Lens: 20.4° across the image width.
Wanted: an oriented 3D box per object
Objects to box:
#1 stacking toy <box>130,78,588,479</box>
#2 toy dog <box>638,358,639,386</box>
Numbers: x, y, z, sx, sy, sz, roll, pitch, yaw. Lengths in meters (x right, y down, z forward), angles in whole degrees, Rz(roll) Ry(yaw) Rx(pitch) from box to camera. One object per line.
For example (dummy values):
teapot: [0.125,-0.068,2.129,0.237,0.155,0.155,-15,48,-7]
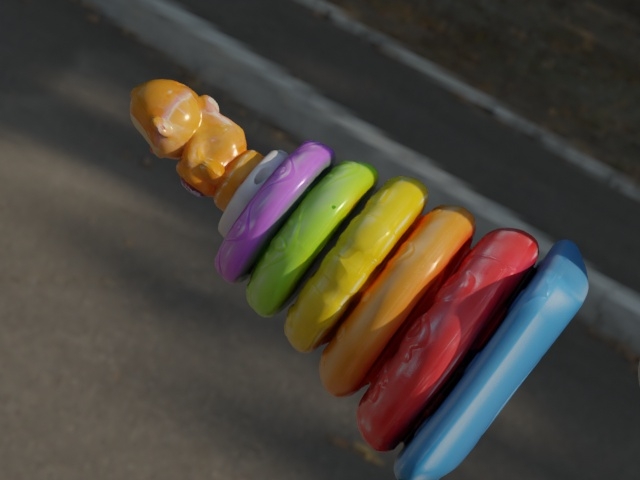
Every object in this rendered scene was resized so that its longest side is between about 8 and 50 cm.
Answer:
stacking toy: [0.000,0.000,1.100,0.302,0.165,0.175,37,14,4]
toy dog: [0.427,0.088,1.336,0.334,0.220,0.161,21,9,28]
